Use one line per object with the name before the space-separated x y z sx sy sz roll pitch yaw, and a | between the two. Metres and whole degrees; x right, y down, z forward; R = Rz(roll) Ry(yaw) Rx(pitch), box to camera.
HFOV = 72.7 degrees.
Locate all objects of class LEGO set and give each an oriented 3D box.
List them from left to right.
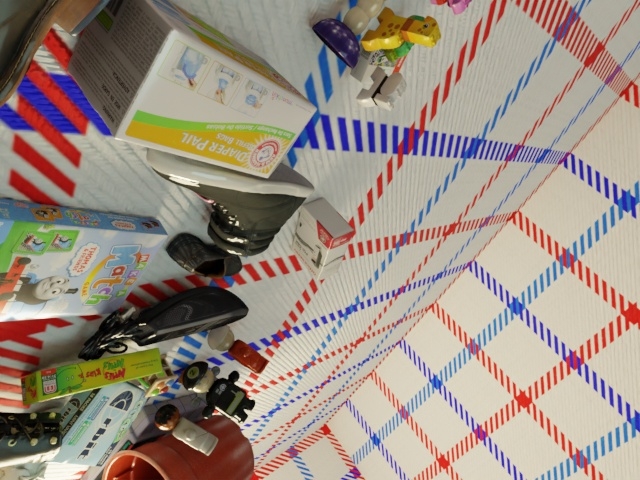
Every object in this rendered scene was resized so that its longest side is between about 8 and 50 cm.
LEGO set | 0.133 -0.279 0.569 0.227 0.093 0.087 -56 145 1

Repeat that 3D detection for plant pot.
plant pot | -0.315 0.565 1.033 0.272 0.272 0.265 -53 161 22

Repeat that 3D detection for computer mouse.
computer mouse | -0.246 0.122 0.731 0.272 0.072 0.188 -6 160 -44

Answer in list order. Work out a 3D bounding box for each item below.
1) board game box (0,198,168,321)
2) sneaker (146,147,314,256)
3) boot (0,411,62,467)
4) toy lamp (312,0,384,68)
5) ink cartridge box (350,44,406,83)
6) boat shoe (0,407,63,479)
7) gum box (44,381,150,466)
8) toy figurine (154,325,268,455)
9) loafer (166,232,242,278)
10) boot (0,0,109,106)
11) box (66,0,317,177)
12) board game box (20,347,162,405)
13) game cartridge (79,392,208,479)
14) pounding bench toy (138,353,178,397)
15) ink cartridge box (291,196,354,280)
board game box | -0.319 0.031 0.536 0.160 0.039 0.211 -51 154 18
sneaker | -0.128 -0.045 0.603 0.147 0.104 0.295 -56 156 17
boot | -0.451 0.256 0.596 0.178 0.085 0.236 9 136 -36
toy lamp | 0.104 -0.336 0.507 0.275 0.080 0.080 -45 154 13
ink cartridge box | 0.102 -0.270 0.657 0.115 0.029 0.063 -15 143 -42
boat shoe | -0.535 0.412 0.776 0.267 0.088 0.096 -45 154 7
gum box | -0.415 0.334 0.814 0.157 0.041 0.184 -58 161 -23
toy figurine | -0.231 0.307 0.910 0.209 0.148 0.213 -47 -168 21
loafer | -0.179 0.041 0.720 0.062 0.061 0.170 -47 155 10
boot | -0.254 -0.164 0.309 0.219 0.082 0.106 -40 133 6
box | -0.117 -0.152 0.443 0.103 0.114 0.203 -51 154 20
board game box | -0.363 0.217 0.700 0.092 0.043 0.181 -25 163 40
game cartridge | -0.457 0.539 1.127 0.355 0.068 0.230 -49 158 16
pounding bench toy | -0.337 0.272 0.860 0.052 0.065 0.083 -51 153 19
ink cartridge box | 0.000 0.000 0.861 0.056 0.099 0.135 -24 149 -32
